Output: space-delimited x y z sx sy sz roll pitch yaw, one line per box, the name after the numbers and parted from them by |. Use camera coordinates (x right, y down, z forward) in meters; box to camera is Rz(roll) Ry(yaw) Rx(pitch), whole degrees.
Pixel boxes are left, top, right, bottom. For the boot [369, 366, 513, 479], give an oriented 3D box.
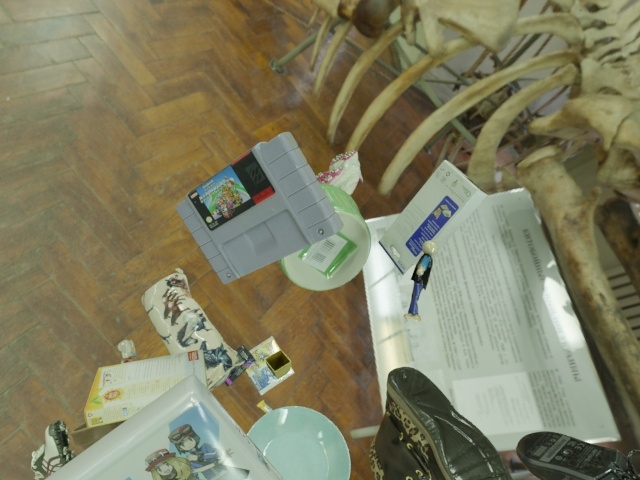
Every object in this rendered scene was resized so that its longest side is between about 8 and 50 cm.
0.243 0.511 0.956 0.138 0.284 0.377 -7 34 -30 | boot

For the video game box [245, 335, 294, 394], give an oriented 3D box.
-0.251 0.584 1.998 0.187 0.048 0.205 -32 101 -14 | video game box

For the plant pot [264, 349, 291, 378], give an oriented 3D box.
-0.169 0.516 1.750 0.081 0.083 0.081 -27 42 -26 | plant pot

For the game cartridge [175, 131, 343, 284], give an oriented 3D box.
-0.150 -0.055 0.925 0.230 0.355 0.068 57 35 -12 | game cartridge

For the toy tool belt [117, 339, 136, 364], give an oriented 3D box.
-0.625 0.367 1.403 0.051 0.052 0.083 61 10 -77 | toy tool belt

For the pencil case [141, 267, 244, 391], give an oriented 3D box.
-0.429 0.295 1.416 0.183 0.160 0.410 -33 79 -16 | pencil case

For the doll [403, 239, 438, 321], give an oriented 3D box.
0.235 0.090 1.002 0.129 0.046 0.189 29 74 -75 | doll

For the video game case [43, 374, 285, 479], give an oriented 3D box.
-0.150 0.316 0.340 0.329 0.036 0.300 -35 108 -8 | video game case

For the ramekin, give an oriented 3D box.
0.000 0.000 1.252 0.303 0.303 0.148 28 16 -28 | ramekin

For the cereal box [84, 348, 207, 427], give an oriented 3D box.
-0.378 0.322 0.958 0.240 0.173 0.047 -6 105 -16 | cereal box

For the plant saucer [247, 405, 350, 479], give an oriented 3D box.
-0.045 0.392 0.756 0.195 0.037 0.195 7 41 -6 | plant saucer

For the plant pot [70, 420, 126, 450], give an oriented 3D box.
-0.760 0.757 1.611 0.263 0.263 0.229 -20 84 -47 | plant pot

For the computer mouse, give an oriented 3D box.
0.517 0.462 0.845 0.188 0.272 0.072 -21 94 -27 | computer mouse

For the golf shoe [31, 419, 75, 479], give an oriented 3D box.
-0.858 0.683 1.361 0.120 0.273 0.105 -2 34 -23 | golf shoe

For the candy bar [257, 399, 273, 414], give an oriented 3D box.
-0.210 0.772 1.898 0.161 0.018 0.040 35 35 17 | candy bar

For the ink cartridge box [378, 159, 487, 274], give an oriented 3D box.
0.327 -0.061 1.290 0.065 0.333 0.165 18 30 -40 | ink cartridge box

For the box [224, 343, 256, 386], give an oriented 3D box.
-0.362 0.533 1.829 0.162 0.029 0.116 -40 135 -20 | box

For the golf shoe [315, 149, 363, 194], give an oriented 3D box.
0.063 -0.195 1.478 0.306 0.115 0.140 -48 122 -40 | golf shoe
